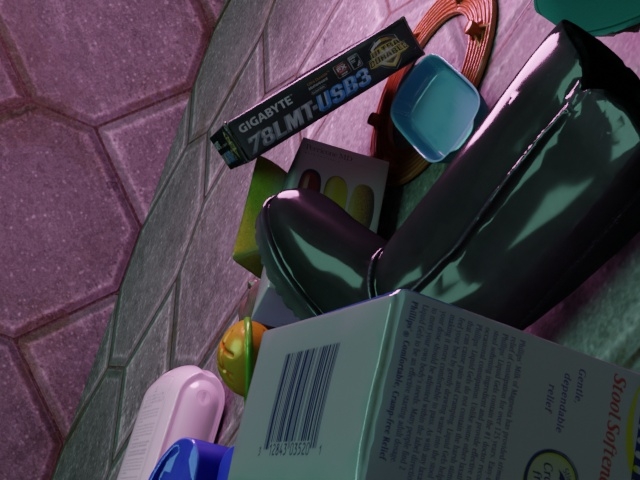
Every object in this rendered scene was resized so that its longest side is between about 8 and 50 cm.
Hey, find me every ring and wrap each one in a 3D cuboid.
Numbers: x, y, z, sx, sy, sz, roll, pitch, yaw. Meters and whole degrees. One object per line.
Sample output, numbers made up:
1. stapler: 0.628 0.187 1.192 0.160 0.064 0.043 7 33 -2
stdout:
1. ring: 0.152 -0.238 1.638 0.336 0.032 0.336 -55 22 35

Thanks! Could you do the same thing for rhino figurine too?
1. rhino figurine: -0.101 0.116 1.869 0.243 0.073 0.106 -55 19 36

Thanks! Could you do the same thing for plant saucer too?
1. plant saucer: -0.041 -0.013 1.723 0.045 0.188 0.188 -12 54 37

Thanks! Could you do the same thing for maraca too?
1. maraca: -0.117 0.200 1.792 0.185 0.099 0.127 97 174 -54

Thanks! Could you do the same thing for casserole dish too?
1. casserole dish: 0.160 -0.172 1.473 0.114 0.037 0.188 -56 36 17

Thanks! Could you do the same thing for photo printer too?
1. photo printer: -0.276 0.377 2.001 0.256 0.107 0.307 -28 43 62

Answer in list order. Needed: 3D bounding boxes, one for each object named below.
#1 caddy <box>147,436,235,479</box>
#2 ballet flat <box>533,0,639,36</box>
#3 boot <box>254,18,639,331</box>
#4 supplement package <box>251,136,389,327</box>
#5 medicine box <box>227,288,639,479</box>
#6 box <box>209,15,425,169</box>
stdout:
1. caddy: -0.116 0.414 1.431 0.241 0.179 0.341 -3 63 44
2. ballet flat: 0.371 -0.329 1.043 0.409 0.147 0.147 -35 37 53
3. boot: 0.132 -0.052 1.167 0.445 0.146 0.367 -55 52 34
4. supplement package: 0.000 0.000 1.585 0.134 0.139 0.244 120 164 -62
5. medicine box: 0.111 0.168 0.898 0.263 0.289 0.149 -25 48 63
6. box: -0.016 -0.210 1.636 0.296 0.073 0.293 -33 6 -6
